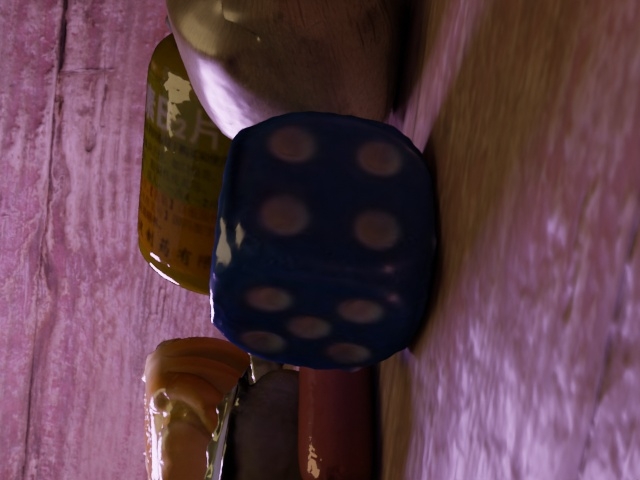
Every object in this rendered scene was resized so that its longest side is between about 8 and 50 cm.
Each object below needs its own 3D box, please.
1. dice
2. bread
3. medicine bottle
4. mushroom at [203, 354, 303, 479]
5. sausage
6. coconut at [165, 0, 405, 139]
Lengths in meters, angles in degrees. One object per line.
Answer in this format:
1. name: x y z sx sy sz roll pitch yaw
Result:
1. dice: 0.000 0.000 0.709 0.143 0.146 0.146 102 175 -53
2. bread: -0.169 0.321 1.565 0.270 0.212 0.315 -125 32 -66
3. medicine bottle: -0.076 -0.146 1.076 0.224 0.225 0.384 -100 18 -63
4. mushroom: -0.042 0.208 0.979 0.344 0.130 0.247 123 161 -72
5. sausage: 0.012 0.138 0.810 0.062 0.062 0.154 105 168 -52
6. coconut: -0.026 -0.184 0.835 0.224 0.224 0.224 -175 90 -83
